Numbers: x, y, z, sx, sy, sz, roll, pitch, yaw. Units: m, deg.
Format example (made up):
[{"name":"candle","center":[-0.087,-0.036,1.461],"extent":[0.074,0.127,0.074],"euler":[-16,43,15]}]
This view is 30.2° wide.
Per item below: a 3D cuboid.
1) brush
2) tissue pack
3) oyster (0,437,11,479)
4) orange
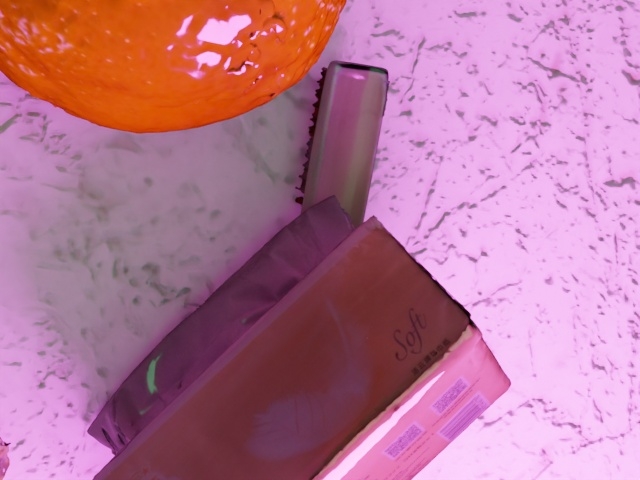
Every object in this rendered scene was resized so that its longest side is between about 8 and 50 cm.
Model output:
[{"name":"brush","center":[0.000,0.000,1.055],"extent":[0.060,0.050,0.320],"euler":[4,104,-26]},{"name":"tissue pack","center":[-0.032,0.127,0.961],"extent":[0.305,0.238,0.238],"euler":[-43,111,-1]},{"name":"oyster","center":[-0.345,0.278,0.937],"extent":[0.294,0.094,0.166],"euler":[-51,131,-19]},{"name":"orange","center":[-0.121,-0.244,0.818],"extent":[0.293,0.340,0.340],"euler":[9,95,8]}]
